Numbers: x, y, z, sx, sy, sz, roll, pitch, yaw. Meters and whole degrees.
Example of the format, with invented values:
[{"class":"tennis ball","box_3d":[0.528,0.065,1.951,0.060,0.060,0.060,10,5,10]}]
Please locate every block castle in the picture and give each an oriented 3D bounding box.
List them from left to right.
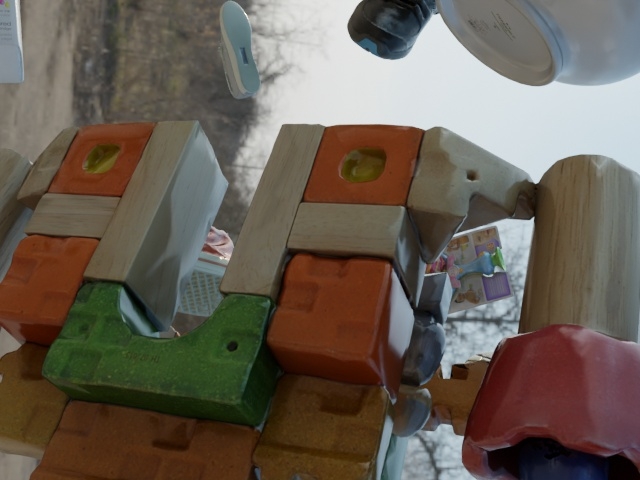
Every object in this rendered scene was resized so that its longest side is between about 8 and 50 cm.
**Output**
[{"class":"block castle","box_3d":[-0.029,0.107,0.497,0.303,0.453,0.213,65,35,-50]}]

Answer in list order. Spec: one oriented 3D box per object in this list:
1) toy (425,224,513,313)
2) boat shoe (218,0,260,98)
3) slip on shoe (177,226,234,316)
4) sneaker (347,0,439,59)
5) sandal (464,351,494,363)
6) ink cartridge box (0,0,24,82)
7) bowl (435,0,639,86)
[{"class":"toy","box_3d":[0.193,0.057,1.369,0.056,0.237,0.137,49,30,-57]},{"class":"boat shoe","box_3d":[-0.204,-0.439,1.886,0.081,0.079,0.227,-17,-96,47]},{"class":"slip on shoe","box_3d":[-0.215,-0.006,0.887,0.123,0.331,0.101,-38,-129,26]},{"class":"sneaker","box_3d":[0.155,-0.439,1.421,0.341,0.125,0.139,-54,176,-41]},{"class":"sandal","box_3d":[0.303,0.216,1.258,0.180,0.072,0.049,10,-70,40]},{"class":"ink cartridge box","box_3d":[-0.711,-0.470,1.592,0.131,0.226,0.306,125,-43,-63]},{"class":"bowl","box_3d":[0.201,-0.239,0.747,0.134,0.298,0.298,-49,-174,-6]}]
